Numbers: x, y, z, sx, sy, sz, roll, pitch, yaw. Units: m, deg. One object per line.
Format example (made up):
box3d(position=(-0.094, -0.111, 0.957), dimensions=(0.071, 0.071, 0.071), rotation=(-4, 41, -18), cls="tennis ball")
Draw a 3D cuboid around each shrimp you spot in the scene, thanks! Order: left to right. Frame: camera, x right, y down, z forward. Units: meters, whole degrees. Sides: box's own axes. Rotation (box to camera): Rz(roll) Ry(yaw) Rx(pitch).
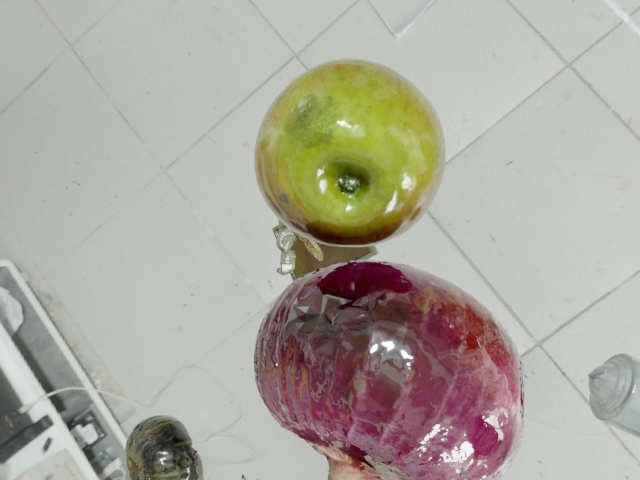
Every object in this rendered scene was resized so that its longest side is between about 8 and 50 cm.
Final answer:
box3d(position=(-0.026, 0.013, 1.186), dimensions=(0.023, 0.059, 0.108), rotation=(-36, 122, 19), cls="shrimp")

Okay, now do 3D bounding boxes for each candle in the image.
box3d(position=(0.919, 0.455, 1.345), dimensions=(0.343, 0.221, 0.221), rotation=(26, 93, 8), cls="candle")

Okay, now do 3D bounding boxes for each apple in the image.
box3d(position=(0.030, -0.084, 0.475), dimensions=(0.196, 0.196, 0.195), rotation=(0, 88, 10), cls="apple")

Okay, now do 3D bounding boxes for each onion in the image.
box3d(position=(0.065, 0.132, 0.477), dimensions=(0.256, 0.230, 0.272), rotation=(-19, 42, 19), cls="onion")

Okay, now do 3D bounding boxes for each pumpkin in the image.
box3d(position=(-0.500, 0.720, 1.498), dimensions=(0.320, 0.192, 0.320), rotation=(23, 120, 47), cls="pumpkin")

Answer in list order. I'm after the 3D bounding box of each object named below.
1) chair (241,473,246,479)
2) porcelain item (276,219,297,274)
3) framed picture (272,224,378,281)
box3d(position=(-0.172, 0.732, 1.230), dimensions=(0.095, 0.104, 0.221), rotation=(12, 134, 39), cls="chair")
box3d(position=(-0.087, -0.018, 1.208), dimensions=(0.054, 0.084, 0.213), rotation=(-5, 77, 13), cls="porcelain item")
box3d(position=(0.000, 0.000, 1.424), dimensions=(0.335, 0.022, 0.247), rotation=(-34, 74, 38), cls="framed picture")
